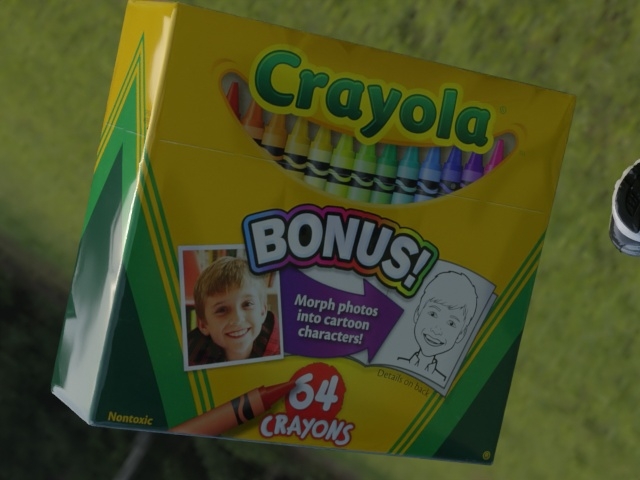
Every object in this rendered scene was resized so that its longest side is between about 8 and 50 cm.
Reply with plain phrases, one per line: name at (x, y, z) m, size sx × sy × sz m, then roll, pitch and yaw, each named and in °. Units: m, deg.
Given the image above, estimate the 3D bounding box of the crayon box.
crayon box at (0.000, 0.000, 1.348) m, size 0.363 × 0.313 × 0.106 m, roll 9°, pitch -173°, yaw -29°

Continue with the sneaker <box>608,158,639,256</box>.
sneaker at (0.391, -0.068, 1.665) m, size 0.100 × 0.271 × 0.108 m, roll 60°, pitch 166°, yaw 17°
